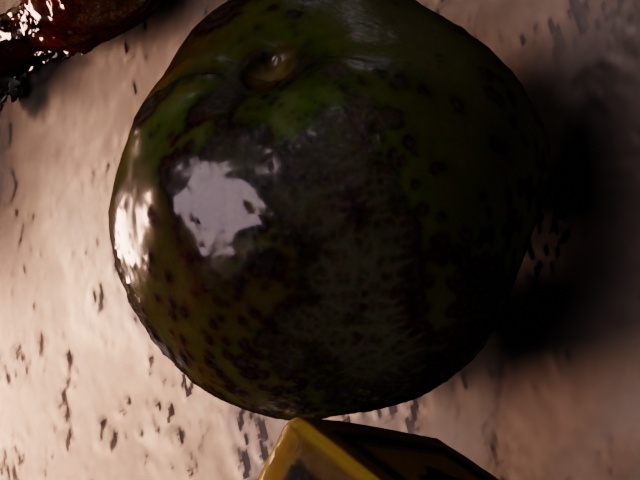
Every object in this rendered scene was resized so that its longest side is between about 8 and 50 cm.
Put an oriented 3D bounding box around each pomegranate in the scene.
[{"bbox_3d":[-0.009,-0.006,0.440,0.163,0.125,0.138,-41,31,45],"label":"pomegranate"}]

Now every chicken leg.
[{"bbox_3d":[-0.098,-0.132,0.604,0.253,0.051,0.106,-51,47,34],"label":"chicken leg"}]

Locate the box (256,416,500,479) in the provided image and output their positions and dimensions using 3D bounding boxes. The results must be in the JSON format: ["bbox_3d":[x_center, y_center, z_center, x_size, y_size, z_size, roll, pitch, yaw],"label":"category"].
[{"bbox_3d":[0.067,0.200,0.335,0.301,0.084,0.193,34,99,39],"label":"box"}]
